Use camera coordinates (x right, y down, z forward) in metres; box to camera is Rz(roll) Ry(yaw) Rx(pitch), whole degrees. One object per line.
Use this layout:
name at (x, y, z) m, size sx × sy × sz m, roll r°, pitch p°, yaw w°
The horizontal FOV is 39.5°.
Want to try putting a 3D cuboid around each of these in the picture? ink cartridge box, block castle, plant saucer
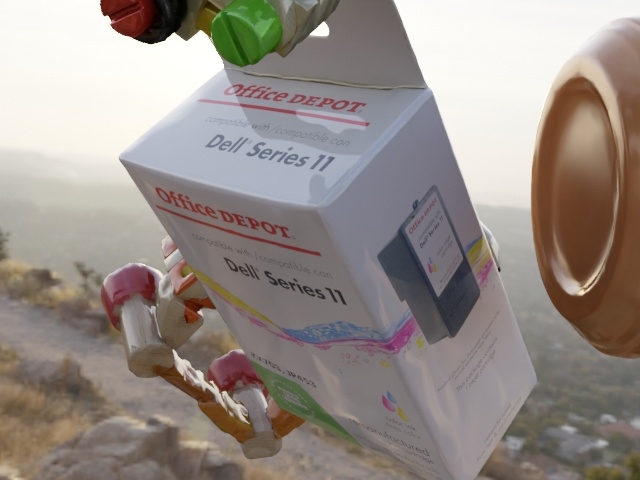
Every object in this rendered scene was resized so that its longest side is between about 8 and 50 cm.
ink cartridge box at (0.000, 0.000, 0.623) m, size 0.207 × 0.353 × 0.119 m, roll 15°, pitch 53°, yaw 44°
block castle at (-0.030, 0.030, 1.137) m, size 0.303 × 0.453 × 0.213 m, roll 45°, pitch 8°, yaw -35°
plant saucer at (0.165, -0.031, 0.526) m, size 0.037 × 0.200 × 0.200 m, roll 1°, pitch 5°, yaw -4°

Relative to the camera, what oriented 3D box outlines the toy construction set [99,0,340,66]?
toy construction set at (-0.078, -0.219, 0.433) m, size 0.151 × 0.327 × 0.215 m, roll -34°, pitch -13°, yaw -38°
